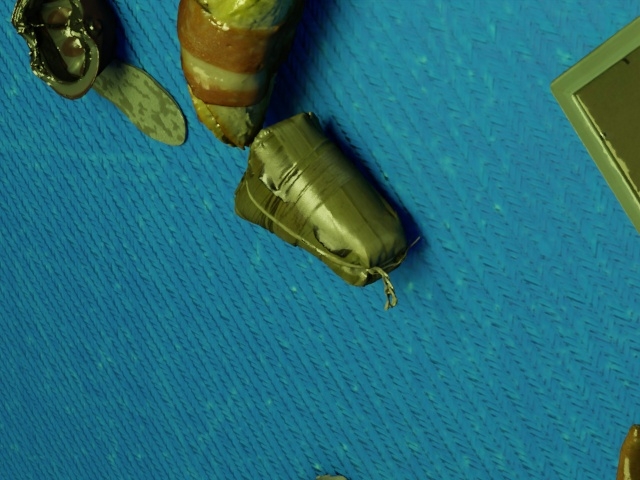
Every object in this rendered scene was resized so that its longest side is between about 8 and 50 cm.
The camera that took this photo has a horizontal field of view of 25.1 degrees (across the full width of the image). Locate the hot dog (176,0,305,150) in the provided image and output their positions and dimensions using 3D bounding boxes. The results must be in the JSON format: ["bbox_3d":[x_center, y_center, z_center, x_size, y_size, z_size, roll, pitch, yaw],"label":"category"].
[{"bbox_3d":[-0.070,-0.178,1.189,0.093,0.123,0.261,26,132,7],"label":"hot dog"}]

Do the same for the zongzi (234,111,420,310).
[{"bbox_3d":[0.000,0.000,1.256,0.189,0.081,0.178,50,151,10],"label":"zongzi"}]

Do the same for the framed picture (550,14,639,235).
[{"bbox_3d":[0.303,-0.076,0.930,0.296,0.019,0.232,-36,82,50],"label":"framed picture"}]

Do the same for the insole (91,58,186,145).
[{"bbox_3d":[-0.197,-0.152,1.429,0.193,0.006,0.065,35,132,31],"label":"insole"}]

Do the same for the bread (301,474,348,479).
[{"bbox_3d":[0.052,0.340,1.293,0.337,0.183,0.102,30,122,32],"label":"bread"}]

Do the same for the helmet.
[{"bbox_3d":[-0.238,-0.203,1.396,0.098,0.070,0.123,-29,92,41],"label":"helmet"}]

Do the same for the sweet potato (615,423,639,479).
[{"bbox_3d":[0.251,0.226,1.125,0.044,0.044,0.179,0,110,47],"label":"sweet potato"}]
